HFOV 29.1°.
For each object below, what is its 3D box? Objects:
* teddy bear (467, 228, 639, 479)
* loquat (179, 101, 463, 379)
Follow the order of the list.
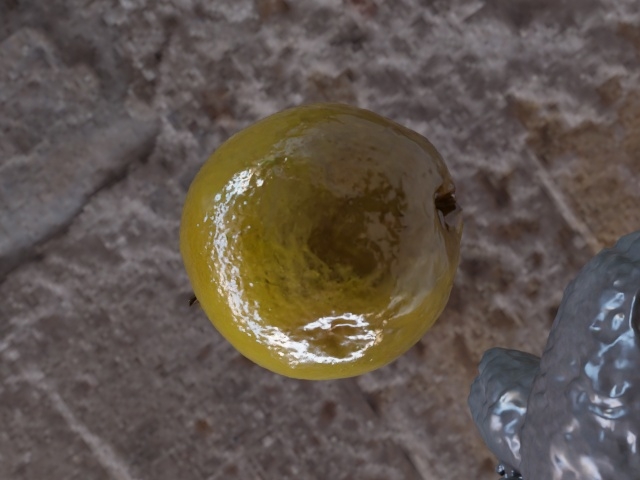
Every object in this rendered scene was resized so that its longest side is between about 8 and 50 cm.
[{"bbox_3d":[0.159,0.126,0.572,0.236,0.267,0.151,28,-156,34],"label":"teddy bear"},{"bbox_3d":[0.000,0.000,0.892,0.208,0.208,0.208,55,180,1],"label":"loquat"}]
